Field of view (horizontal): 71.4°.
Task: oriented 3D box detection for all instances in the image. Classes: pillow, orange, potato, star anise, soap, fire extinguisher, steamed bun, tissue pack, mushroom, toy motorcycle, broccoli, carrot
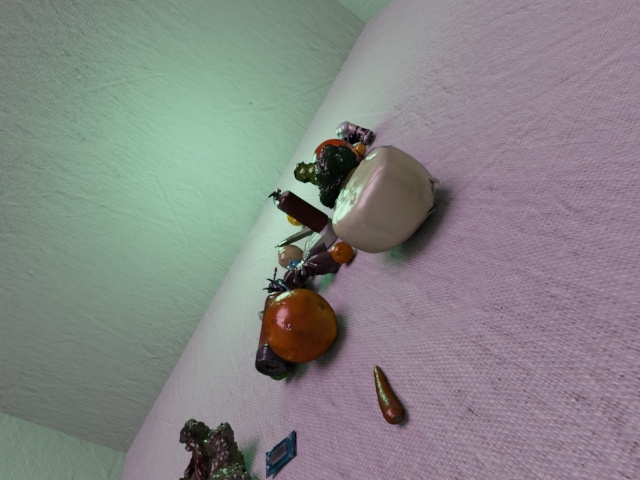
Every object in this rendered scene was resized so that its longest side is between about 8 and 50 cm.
[{"bbox_3d":[-0.106,-0.019,2.115,0.233,0.038,0.131,-26,3,-33],"label":"pillow"},{"bbox_3d":[-0.064,0.273,1.434,0.240,0.240,0.240,-50,21,27],"label":"orange"},{"bbox_3d":[0.139,-0.176,1.712,0.248,0.143,0.169,-56,-4,25],"label":"potato"},{"bbox_3d":[-0.036,0.111,1.727,0.257,0.110,0.198,-37,15,-3],"label":"star anise"},{"bbox_3d":[0.000,0.000,1.941,0.183,0.064,0.121,-47,20,32],"label":"soap"},{"bbox_3d":[-0.101,-0.135,1.884,0.105,0.269,0.105,-50,18,23],"label":"fire extinguisher"},{"bbox_3d":[0.192,-0.103,1.338,0.312,0.233,0.334,-60,10,6],"label":"steamed bun"},{"bbox_3d":[-0.119,0.647,1.349,0.138,0.028,0.085,-48,25,21],"label":"tissue pack"},{"bbox_3d":[-0.131,0.081,2.036,0.148,0.148,0.112,-99,24,-62],"label":"mushroom"},{"bbox_3d":[-0.130,0.182,1.915,0.272,0.124,0.182,-29,49,50],"label":"toy motorcycle"},{"bbox_3d":[0.044,-0.270,1.889,0.297,0.297,0.297,15,73,34],"label":"broccoli"},{"bbox_3d":[0.080,0.045,1.636,0.083,0.083,0.083,-50,21,27],"label":"orange"},{"bbox_3d":[0.152,0.358,1.057,0.048,0.048,0.216,-57,14,10],"label":"carrot"},{"bbox_3d":[-0.130,0.308,1.620,0.113,0.200,0.376,-44,30,35],"label":"fire extinguisher"}]

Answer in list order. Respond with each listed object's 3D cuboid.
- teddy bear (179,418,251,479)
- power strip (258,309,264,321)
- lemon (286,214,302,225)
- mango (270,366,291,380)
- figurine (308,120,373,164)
[{"bbox_3d":[-0.346,0.787,1.459,0.367,0.224,0.357,-24,54,57],"label":"teddy bear"},{"bbox_3d":[-0.168,0.325,1.839,0.367,0.106,0.043,2,109,69],"label":"power strip"},{"bbox_3d":[-0.124,-0.134,2.383,0.114,0.114,0.155,-50,22,27],"label":"lemon"},{"bbox_3d":[-0.150,0.432,1.632,0.119,0.100,0.178,-39,32,23],"label":"mango"},{"bbox_3d":[0.083,-0.411,2.128,0.323,0.196,0.320,-57,22,-22],"label":"figurine"}]
